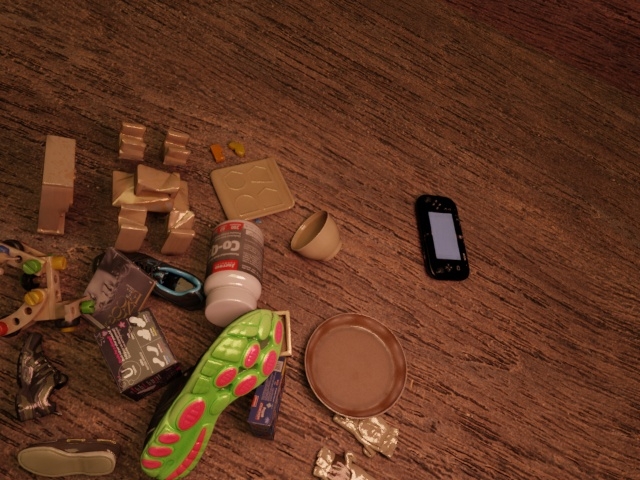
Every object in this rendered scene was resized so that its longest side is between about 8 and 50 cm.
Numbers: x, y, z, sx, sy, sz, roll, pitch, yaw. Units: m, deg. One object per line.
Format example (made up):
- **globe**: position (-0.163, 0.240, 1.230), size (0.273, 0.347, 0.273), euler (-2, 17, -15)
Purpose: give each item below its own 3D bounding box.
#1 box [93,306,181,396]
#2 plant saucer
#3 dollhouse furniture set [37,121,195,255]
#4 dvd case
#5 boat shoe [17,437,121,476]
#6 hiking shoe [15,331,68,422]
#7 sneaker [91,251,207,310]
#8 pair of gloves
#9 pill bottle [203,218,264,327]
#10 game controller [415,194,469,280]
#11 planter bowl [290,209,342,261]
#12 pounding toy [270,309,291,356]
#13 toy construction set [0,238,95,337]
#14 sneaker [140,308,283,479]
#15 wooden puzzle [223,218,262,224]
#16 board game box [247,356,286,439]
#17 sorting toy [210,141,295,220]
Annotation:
- **box**: position (-0.456, 0.295, 1.180), size (0.142, 0.247, 0.163), euler (-27, 75, -23)
- **plant saucer**: position (0.103, 0.369, 1.375), size (0.310, 0.050, 0.311), euler (6, 59, -10)
- **dollhouse furniture set**: position (-0.599, -0.132, 1.373), size (0.393, 0.256, 0.363), euler (6, 60, -32)
- **dvd case**: position (-0.561, 0.153, 1.264), size (0.164, 0.018, 0.221), euler (35, 103, 8)
- **boat shoe**: position (-0.615, 0.530, 1.146), size (0.227, 0.069, 0.081), euler (7, 106, -6)
- **hiking shoe**: position (-0.718, 0.348, 1.200), size (0.114, 0.086, 0.227), euler (7, 58, -36)
- **sneaker**: position (-0.482, 0.094, 1.320), size (0.340, 0.140, 0.125), euler (17, 66, -5)
- **pair of gloves**: position (0.103, 0.596, 1.299), size (0.204, 0.042, 0.240), euler (25, 59, 4)
- **pill bottle**: position (-0.245, 0.092, 1.321), size (0.161, 0.161, 0.283), euler (6, 47, -11)
- **game controller**: position (0.425, -0.012, 1.618), size (0.166, 0.067, 0.320), euler (0, 68, -13)
- **planter bowl**: position (0.000, 0.000, 1.476), size (0.109, 0.162, 0.162), euler (43, 62, -23)
- **pounding toy**: position (-0.186, 0.304, 1.332), size (0.205, 0.094, 0.181), euler (-3, 73, -4)
- **toy construction set**: position (-0.702, 0.109, 1.153), size (0.236, 0.309, 0.258), euler (3, 67, -1)
- **sneaker**: position (-0.289, 0.357, 1.179), size (0.483, 0.202, 0.185), euler (-49, 119, -9)
- **wooden puzzle**: position (-0.255, -0.056, 1.505), size (0.116, 0.014, 0.079), euler (-32, 78, -23)
- **board game box**: position (-0.141, 0.442, 1.245), size (0.060, 0.194, 0.194), euler (10, 43, 3)
- **sorting toy**: position (-0.247, -0.206, 1.562), size (0.228, 0.041, 0.308), euler (-19, 69, -20)
